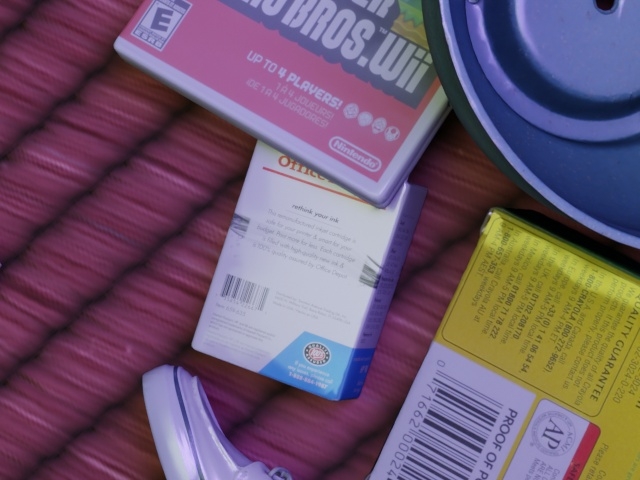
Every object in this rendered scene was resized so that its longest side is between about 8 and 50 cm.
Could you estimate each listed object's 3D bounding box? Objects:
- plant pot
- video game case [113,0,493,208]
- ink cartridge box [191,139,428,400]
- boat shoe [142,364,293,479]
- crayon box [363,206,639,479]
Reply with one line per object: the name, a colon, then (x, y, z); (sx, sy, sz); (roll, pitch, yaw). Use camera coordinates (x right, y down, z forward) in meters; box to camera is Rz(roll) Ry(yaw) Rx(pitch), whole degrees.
plant pot: (0.183, -0.139, 1.041); (0.293, 0.196, 0.293); (0, 92, -11)
video game case: (0.031, -0.185, 1.168); (0.204, 0.025, 0.285); (31, 80, 18)
ink cartridge box: (0.000, 0.000, 1.185); (0.104, 0.060, 0.180); (19, 92, 16)
boat shoe: (-0.040, 0.176, 1.186); (0.075, 0.083, 0.226); (-22, 92, 3)
crayon box: (0.204, 0.137, 1.085); (0.318, 0.081, 0.202); (28, 100, 22)
